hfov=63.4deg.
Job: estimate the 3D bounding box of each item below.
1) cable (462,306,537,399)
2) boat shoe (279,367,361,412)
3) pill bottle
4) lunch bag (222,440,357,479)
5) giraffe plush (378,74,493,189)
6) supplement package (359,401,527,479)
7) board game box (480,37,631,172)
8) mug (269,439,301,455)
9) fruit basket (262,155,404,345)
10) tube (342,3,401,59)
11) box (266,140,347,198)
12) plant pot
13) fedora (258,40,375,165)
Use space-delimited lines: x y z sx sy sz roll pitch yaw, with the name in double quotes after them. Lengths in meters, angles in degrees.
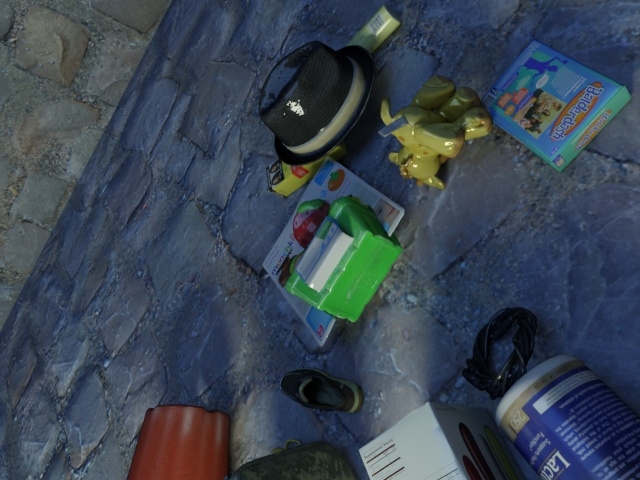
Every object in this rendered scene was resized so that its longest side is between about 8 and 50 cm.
0.291 0.173 0.812 0.150 0.047 0.184 -55 -1 -4 "cable"
-0.016 0.313 1.094 0.223 0.073 0.080 0 75 44 "boat shoe"
0.369 0.291 0.669 0.153 0.153 0.265 -53 45 16 "pill bottle"
-0.092 0.523 0.918 0.256 0.305 0.212 -49 59 21 "lunch bag"
0.211 -0.189 1.013 0.210 0.170 0.181 -18 56 -4 "giraffe plush"
0.202 0.372 0.771 0.149 0.194 0.203 -44 50 23 "supplement package"
0.401 -0.244 0.919 0.160 0.047 0.210 -50 46 18 "board game box"
-0.069 0.468 1.099 0.064 0.062 0.078 -7 76 34 "mug"
0.000 0.000 1.138 0.327 0.165 0.353 -58 41 11 "fruit basket"
0.097 -0.484 1.309 0.240 0.062 0.070 -39 9 33 "tube"
-0.040 -0.205 1.327 0.232 0.058 0.087 -31 53 32 "box"
-0.326 0.533 1.195 0.272 0.272 0.265 -24 51 36 "plant pot"
-0.034 -0.348 1.232 0.334 0.152 0.334 -24 54 37 "fedora"
